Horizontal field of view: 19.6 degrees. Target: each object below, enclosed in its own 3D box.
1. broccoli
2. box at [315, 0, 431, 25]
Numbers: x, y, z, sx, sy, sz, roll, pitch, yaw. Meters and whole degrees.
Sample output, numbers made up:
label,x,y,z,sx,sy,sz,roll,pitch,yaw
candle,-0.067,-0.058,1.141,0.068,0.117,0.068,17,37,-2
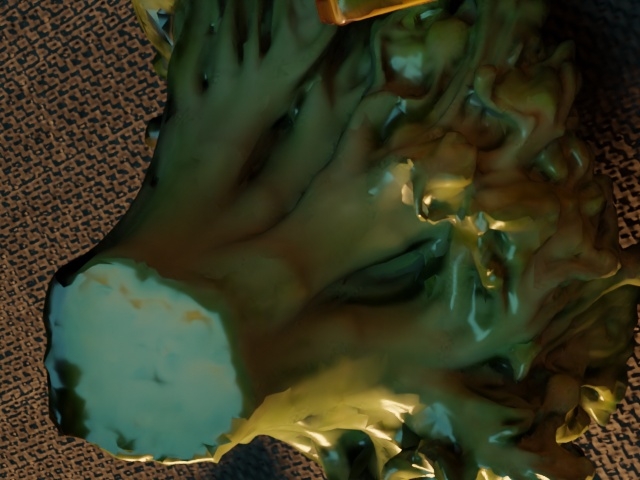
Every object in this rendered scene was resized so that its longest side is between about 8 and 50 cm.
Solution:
label,x,y,z,sx,sy,sz,roll,pitch,yaw
broccoli,0.000,0.000,0.758,0.288,0.245,0.248,33,121,12
box,0.056,-0.239,0.598,0.193,0.084,0.301,-16,98,-3
